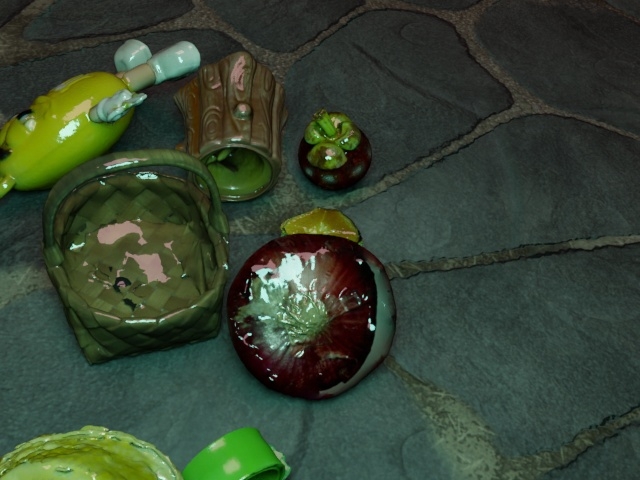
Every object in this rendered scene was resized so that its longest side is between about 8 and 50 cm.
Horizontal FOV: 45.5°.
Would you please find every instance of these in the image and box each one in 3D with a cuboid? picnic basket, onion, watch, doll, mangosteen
[{"bbox_3d":[-0.285,-0.017,1.194,0.293,0.337,0.337,-11,52,-20],"label":"picnic basket"},{"bbox_3d":[-0.018,0.113,1.226,0.272,0.195,0.272,-1,94,-15],"label":"onion"},{"bbox_3d":[-0.111,0.315,1.041,0.165,0.152,0.131,-24,54,-27],"label":"watch"},{"bbox_3d":[-0.411,-0.249,1.431,0.348,0.161,0.423,-22,26,24],"label":"doll"},{"bbox_3d":[0.035,-0.186,1.499,0.145,0.181,0.156,-2,51,-17],"label":"mangosteen"}]

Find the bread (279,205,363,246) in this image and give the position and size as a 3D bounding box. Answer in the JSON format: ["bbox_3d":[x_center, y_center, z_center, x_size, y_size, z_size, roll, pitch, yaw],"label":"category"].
[{"bbox_3d":[0.000,0.000,1.401,0.140,0.069,0.128,-26,57,-26],"label":"bread"}]

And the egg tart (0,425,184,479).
[{"bbox_3d":[-0.315,0.374,0.912,0.345,0.132,0.345,-1,57,2],"label":"egg tart"}]

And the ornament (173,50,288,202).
[{"bbox_3d":[-0.163,-0.208,1.465,0.235,0.221,0.217,10,51,-20],"label":"ornament"}]
